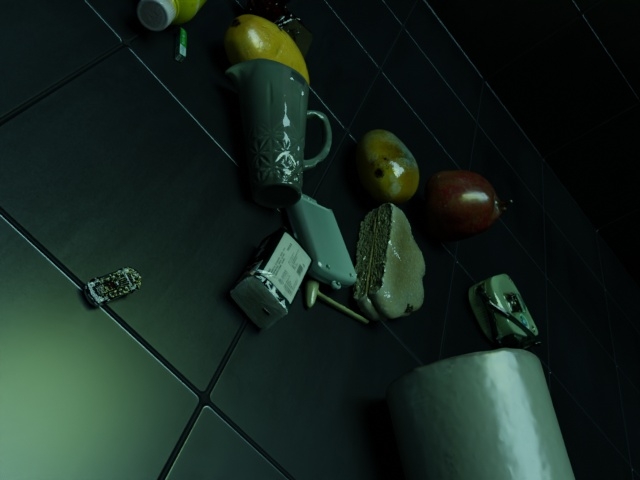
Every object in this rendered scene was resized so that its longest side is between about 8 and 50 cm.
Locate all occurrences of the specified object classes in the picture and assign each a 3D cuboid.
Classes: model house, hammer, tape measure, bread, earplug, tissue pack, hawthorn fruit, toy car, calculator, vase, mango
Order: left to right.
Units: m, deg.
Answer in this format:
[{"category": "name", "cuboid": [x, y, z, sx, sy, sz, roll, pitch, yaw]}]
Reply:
[{"category": "toy car", "cuboid": [-0.304, 0.067, 0.974, 0.093, 0.025, 0.041, -24, 84, -54]}, {"category": "mango", "cuboid": [-0.124, -0.421, 1.540, 0.262, 0.108, 0.157, 34, 60, -50]}, {"category": "tissue pack", "cuboid": [-0.086, 0.066, 1.208, 0.103, 0.090, 0.170, 49, 32, -15]}, {"category": "model house", "cuboid": [-0.117, -0.552, 1.686, 0.164, 0.141, 0.203, 48, 7, 23]}, {"category": "vase", "cuboid": [-0.086, -0.217, 1.400, 0.250, 0.156, 0.301, 11, 59, -25]}, {"category": "calculator", "cuboid": [0.000, 0.000, 1.395, 0.141, 0.045, 0.246, 21, 40, -46]}, {"category": "hammer", "cuboid": [0.039, 0.145, 1.372, 0.195, 0.028, 0.060, 32, 45, -37]}, {"category": "mango", "cuboid": [0.177, -0.204, 1.744, 0.193, 0.146, 0.316, 51, 23, -18]}, {"category": "bread", "cuboid": [0.172, 0.067, 1.544, 0.183, 0.102, 0.337, 41, 37, -24]}, {"category": "hawthorn fruit", "cuboid": [0.409, -0.098, 1.857, 0.208, 0.248, 0.208, 5, 90, -70]}, {"category": "earplug", "cuboid": [0.307, 0.438, 1.236, 0.312, 0.312, 0.394, 19, 52, -45]}, {"category": "tape measure", "cuboid": [0.530, 0.216, 1.891, 0.207, 0.115, 0.235, -3, 66, -57]}]

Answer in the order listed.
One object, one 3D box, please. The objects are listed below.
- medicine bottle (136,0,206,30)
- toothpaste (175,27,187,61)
[{"category": "medicine bottle", "cuboid": [-0.307, -0.504, 1.360, 0.122, 0.121, 0.213, 43, 35, -22]}, {"category": "toothpaste", "cuboid": [-0.294, -0.413, 1.395, 0.017, 0.020, 0.083, 26, 44, -37]}]
